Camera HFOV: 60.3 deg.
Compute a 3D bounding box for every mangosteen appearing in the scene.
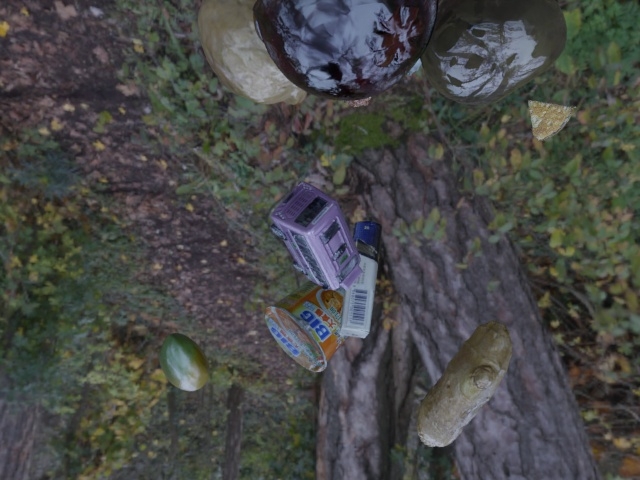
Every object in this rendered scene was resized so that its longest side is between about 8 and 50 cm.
[{"bbox_3d":[0.025,-0.402,0.928,0.307,0.347,0.306,-28,142,-24],"label":"mangosteen"}]

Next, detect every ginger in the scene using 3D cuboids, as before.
[{"bbox_3d":[0.345,0.352,1.319,0.126,0.354,0.190,28,-164,0],"label":"ginger"}]

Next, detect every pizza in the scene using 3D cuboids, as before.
[{"bbox_3d":[0.556,-0.312,1.354,0.026,0.108,0.123,-28,165,-42],"label":"pizza"}]

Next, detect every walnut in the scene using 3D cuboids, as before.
[{"bbox_3d":[-0.125,-0.527,1.407,0.382,0.381,0.381,-1,160,0],"label":"walnut"}]

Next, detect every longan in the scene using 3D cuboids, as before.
[{"bbox_3d":[0.479,-0.566,1.578,0.405,0.336,0.404,3,167,1],"label":"longan"}]

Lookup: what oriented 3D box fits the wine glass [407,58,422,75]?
[{"bbox_3d":[0.227,-0.600,1.708,0.183,0.122,0.122,13,156,-31],"label":"wine glass"}]

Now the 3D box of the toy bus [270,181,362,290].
[{"bbox_3d":[0.000,0.000,0.940,0.108,0.096,0.199,29,159,35],"label":"toy bus"}]

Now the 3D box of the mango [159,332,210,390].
[{"bbox_3d":[-0.360,0.318,1.464,0.114,0.156,0.251,-26,162,-26],"label":"mango"}]

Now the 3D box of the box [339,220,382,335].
[{"bbox_3d":[0.096,0.097,1.320,0.071,0.259,0.168,9,167,3],"label":"box"}]

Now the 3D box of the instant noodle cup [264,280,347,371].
[{"bbox_3d":[-0.019,0.271,1.880,0.214,0.296,0.296,-41,180,-29],"label":"instant noodle cup"}]

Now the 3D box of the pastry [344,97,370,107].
[{"bbox_3d":[0.088,-0.467,1.727,0.063,0.169,0.087,-27,129,-20],"label":"pastry"}]
